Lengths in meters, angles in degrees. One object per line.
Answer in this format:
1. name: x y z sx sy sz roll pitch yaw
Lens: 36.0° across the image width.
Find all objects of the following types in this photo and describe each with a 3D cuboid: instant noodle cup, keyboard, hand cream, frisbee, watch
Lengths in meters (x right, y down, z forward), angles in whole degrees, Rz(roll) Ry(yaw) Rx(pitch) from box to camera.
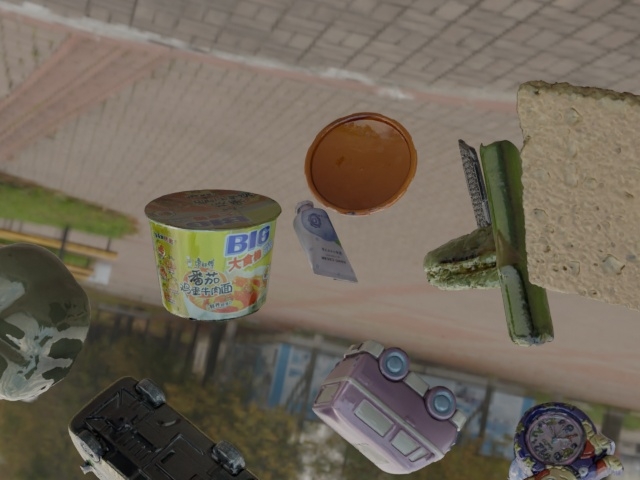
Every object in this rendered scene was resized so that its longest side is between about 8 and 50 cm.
1. instant noodle cup: -0.154 0.020 1.449 0.204 0.153 0.205 0 -159 0
2. keyboard: 0.311 -0.067 1.922 0.016 0.262 0.106 -18 -160 -4
3. hand cream: 0.000 0.000 1.417 0.084 0.142 0.053 12 128 -39
4. frisbee: 0.068 -0.125 1.644 0.192 0.192 0.035 9 161 17
5. watch: 0.407 0.383 1.671 0.171 0.196 0.200 52 176 34

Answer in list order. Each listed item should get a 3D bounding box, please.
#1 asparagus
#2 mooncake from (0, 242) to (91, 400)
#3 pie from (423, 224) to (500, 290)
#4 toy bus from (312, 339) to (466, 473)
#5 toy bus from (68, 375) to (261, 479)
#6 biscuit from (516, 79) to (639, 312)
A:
1. asparagus: 0.260 0.004 1.308 0.067 0.278 0.060 -4 171 -9
2. mooncake: -0.511 0.132 1.604 0.274 0.275 0.135 7 -179 27
3. pie: 0.289 0.025 1.665 0.247 0.090 0.201 -14 -169 26
4. toy bus: 0.104 0.262 1.505 0.202 0.142 0.142 40 158 -6
5. toy bus: -0.275 0.416 1.756 0.365 0.177 0.202 33 147 29
6. biscuit: 0.239 -0.036 0.866 0.131 0.025 0.231 15 137 29
